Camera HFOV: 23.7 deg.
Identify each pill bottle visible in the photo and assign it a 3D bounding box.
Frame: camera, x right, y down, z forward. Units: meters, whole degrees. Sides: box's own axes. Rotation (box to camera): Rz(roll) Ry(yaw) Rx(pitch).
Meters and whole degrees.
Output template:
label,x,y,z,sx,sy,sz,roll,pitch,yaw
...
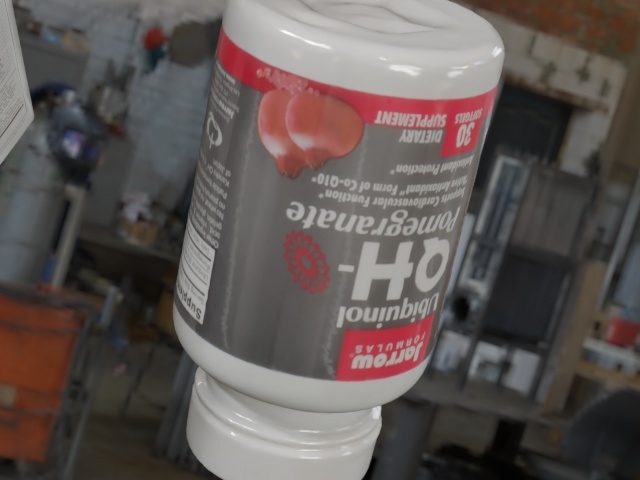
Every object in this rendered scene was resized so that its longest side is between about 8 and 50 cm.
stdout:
label,x,y,z,sx,sy,sz,roll,pitch,yaw
pill bottle,0.000,0.000,0.989,0.176,0.319,0.176,10,24,-4

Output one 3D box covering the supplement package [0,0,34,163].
label,x,y,z,sx,sy,sz,roll,pitch,yaw
supplement package,-0.328,-0.130,0.964,0.199,0.198,0.263,20,-35,13
